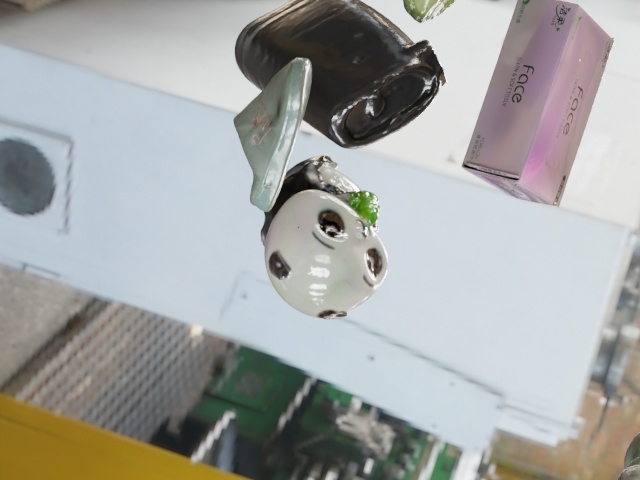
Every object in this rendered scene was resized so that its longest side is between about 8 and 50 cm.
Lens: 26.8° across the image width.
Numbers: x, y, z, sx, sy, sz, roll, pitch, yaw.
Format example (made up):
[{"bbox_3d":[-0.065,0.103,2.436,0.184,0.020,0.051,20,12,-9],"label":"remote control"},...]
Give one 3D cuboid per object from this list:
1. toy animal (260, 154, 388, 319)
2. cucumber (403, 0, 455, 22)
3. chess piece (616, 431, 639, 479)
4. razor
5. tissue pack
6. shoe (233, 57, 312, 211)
[{"bbox_3d":[0.008,-0.005,2.155,0.266,0.213,0.212,-112,-151,-61],"label":"toy animal"},{"bbox_3d":[0.188,-0.411,1.566,0.145,0.105,0.325,-23,150,-58],"label":"cucumber"},{"bbox_3d":[0.499,0.360,2.023,0.272,0.139,0.139,-4,111,-61],"label":"chess piece"},{"bbox_3d":[0.019,-0.257,1.926,0.204,0.349,0.113,-34,126,-12],"label":"razor"},{"bbox_3d":[0.288,-0.182,1.774,0.148,0.092,0.246,21,88,-56],"label":"tissue pack"},{"bbox_3d":[-0.064,-0.123,1.528,0.079,0.078,0.195,-74,178,-55],"label":"shoe"}]
